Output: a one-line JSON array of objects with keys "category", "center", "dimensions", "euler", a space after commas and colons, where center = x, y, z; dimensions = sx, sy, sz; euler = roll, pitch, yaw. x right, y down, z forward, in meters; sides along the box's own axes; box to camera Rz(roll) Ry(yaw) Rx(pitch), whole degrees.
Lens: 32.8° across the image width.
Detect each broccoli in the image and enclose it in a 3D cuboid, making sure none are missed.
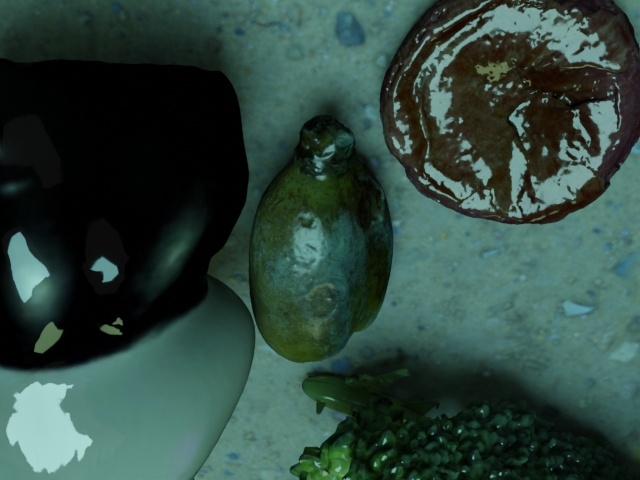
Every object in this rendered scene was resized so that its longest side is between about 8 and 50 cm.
[{"category": "broccoli", "center": [0.142, 0.320, 0.896], "dimensions": [0.353, 0.275, 0.397], "euler": [35, 126, 22]}]

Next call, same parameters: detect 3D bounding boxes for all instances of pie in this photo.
[{"category": "pie", "center": [0.131, -0.092, 0.736], "dimensions": [0.182, 0.049, 0.182], "euler": [2, 117, 4]}]

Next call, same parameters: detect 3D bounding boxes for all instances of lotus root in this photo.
[{"category": "lotus root", "center": [0.000, 0.000, 0.776], "dimensions": [0.088, 0.113, 0.192], "euler": [26, 132, 33]}]

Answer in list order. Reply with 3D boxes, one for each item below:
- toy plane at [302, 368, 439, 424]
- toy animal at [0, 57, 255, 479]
[{"category": "toy plane", "center": [0.038, 0.134, 0.893], "dimensions": [0.111, 0.040, 0.102], "euler": [12, 133, -3]}, {"category": "toy animal", "center": [-0.168, 0.040, 0.707], "dimensions": [0.251, 0.251, 0.310], "euler": [2, 97, 6]}]
